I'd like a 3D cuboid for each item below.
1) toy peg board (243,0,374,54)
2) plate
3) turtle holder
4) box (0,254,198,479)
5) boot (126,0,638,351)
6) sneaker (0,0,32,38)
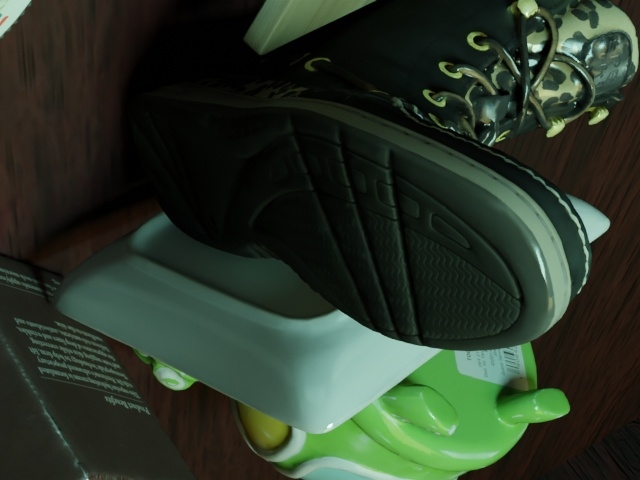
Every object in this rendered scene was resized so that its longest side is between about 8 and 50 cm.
[{"bbox_3d":[0.016,-0.211,0.954,0.161,0.079,0.161,-34,164,-49],"label":"toy peg board"},{"bbox_3d":[0.000,0.000,1.080,0.277,0.278,0.045,-33,126,-32],"label":"plate"},{"bbox_3d":[0.023,0.108,1.344,0.227,0.243,0.320,-33,173,39],"label":"turtle holder"},{"bbox_3d":[-0.221,0.134,1.090,0.167,0.203,0.168,-40,156,9],"label":"box"},{"bbox_3d":[0.085,-0.074,0.999,0.284,0.377,0.138,-29,115,-28],"label":"boot"},{"bbox_3d":[-0.163,-0.155,0.806,0.161,0.057,0.075,-45,161,26],"label":"sneaker"}]
